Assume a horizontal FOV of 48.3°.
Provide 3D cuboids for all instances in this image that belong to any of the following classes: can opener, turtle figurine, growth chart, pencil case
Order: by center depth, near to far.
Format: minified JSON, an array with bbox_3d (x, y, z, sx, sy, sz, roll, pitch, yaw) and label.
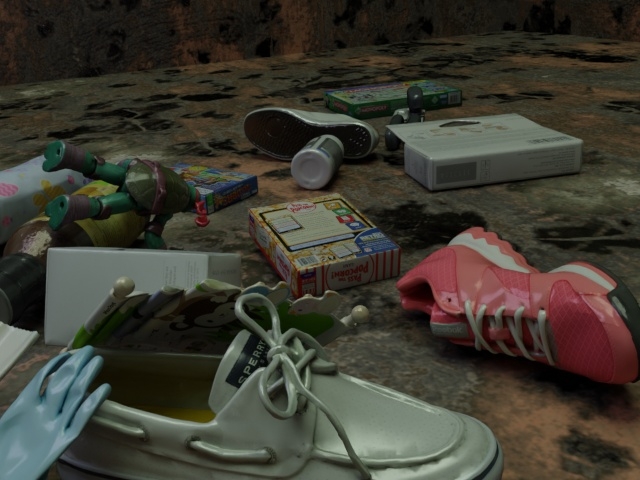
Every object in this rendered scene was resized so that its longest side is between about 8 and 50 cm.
[{"bbox_3d":[-0.091,0.078,0.631,0.237,0.172,0.021,11,53,-27],"label":"growth chart"},{"bbox_3d":[-0.243,-0.057,0.950,0.234,0.118,0.175,12,43,-46],"label":"turtle figurine"},{"bbox_3d":[-0.487,-0.070,1.163,0.124,0.113,0.273,5,23,25],"label":"pencil case"},{"bbox_3d":[0.193,-0.286,1.623,0.076,0.095,0.283,1,22,12],"label":"can opener"}]

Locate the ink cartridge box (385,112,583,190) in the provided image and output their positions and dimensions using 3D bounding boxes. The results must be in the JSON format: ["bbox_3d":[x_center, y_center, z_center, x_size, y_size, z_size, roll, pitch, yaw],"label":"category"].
[{"bbox_3d":[0.303,-0.177,1.374,0.297,0.066,0.261,-7,22,-11],"label":"ink cartridge box"}]

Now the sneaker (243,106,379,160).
[{"bbox_3d":[-0.016,-0.221,1.509,0.290,0.105,0.123,12,16,16],"label":"sneaker"}]

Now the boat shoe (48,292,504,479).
[{"bbox_3d":[-0.045,0.122,0.557,0.367,0.156,0.136,2,23,15],"label":"boat shoe"}]

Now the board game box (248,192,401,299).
[{"bbox_3d":[0.000,0.000,0.978,0.147,0.045,0.193,-11,30,-20],"label":"board game box"}]

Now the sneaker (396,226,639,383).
[{"bbox_3d":[0.188,0.082,0.726,0.136,0.115,0.314,-22,20,-17],"label":"sneaker"}]

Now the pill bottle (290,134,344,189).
[{"bbox_3d":[-0.001,-0.151,1.340,0.078,0.078,0.137,3,23,15],"label":"pill bottle"}]

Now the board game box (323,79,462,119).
[{"bbox_3d":[0.192,-0.386,1.942,0.318,0.046,0.213,-11,24,-18],"label":"board game box"}]

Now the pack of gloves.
[{"bbox_3d":[-0.272,0.156,0.517,0.195,0.046,0.232,5,54,34],"label":"pack of gloves"}]

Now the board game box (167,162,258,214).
[{"bbox_3d":[-0.233,-0.098,1.299,0.201,0.035,0.136,13,27,35],"label":"board game box"}]

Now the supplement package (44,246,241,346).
[{"bbox_3d":[-0.187,0.061,0.764,0.179,0.105,0.105,2,0,13],"label":"supplement package"}]

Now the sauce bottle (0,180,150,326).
[{"bbox_3d":[-0.339,0.009,0.948,0.112,0.111,0.344,1,21,10],"label":"sauce bottle"}]
